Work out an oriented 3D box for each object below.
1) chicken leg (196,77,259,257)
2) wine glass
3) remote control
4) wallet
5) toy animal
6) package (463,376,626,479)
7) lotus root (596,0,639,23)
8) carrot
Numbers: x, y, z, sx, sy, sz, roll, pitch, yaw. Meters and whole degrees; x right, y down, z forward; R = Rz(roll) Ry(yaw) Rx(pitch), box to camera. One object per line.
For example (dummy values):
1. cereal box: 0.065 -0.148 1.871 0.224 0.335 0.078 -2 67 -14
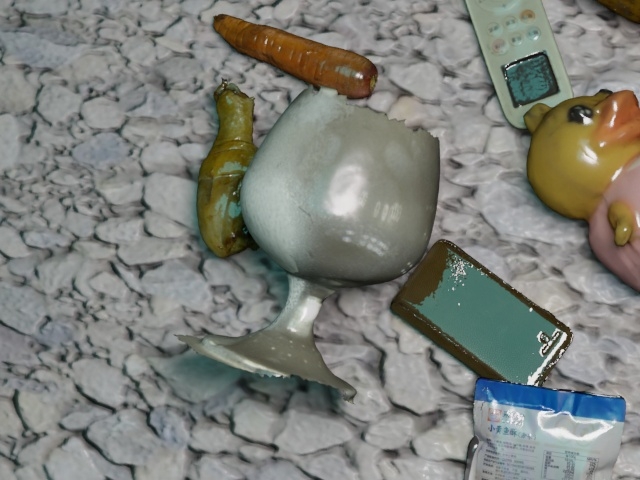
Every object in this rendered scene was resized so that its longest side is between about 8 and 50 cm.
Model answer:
1. chicken leg: -0.098 -0.090 1.552 0.103 0.088 0.228 -1 73 24
2. wine glass: 0.000 0.000 1.431 0.238 0.238 0.323 19 88 17
3. remote control: 0.224 -0.280 1.523 0.090 0.038 0.310 -18 76 11
4. wallet: 0.188 0.093 1.464 0.198 0.031 0.110 37 90 17
5. toy animal: 0.338 -0.059 1.394 0.281 0.195 0.169 50 134 14
6. package: 0.249 0.248 1.414 0.171 0.027 0.173 7 91 16
7. lotus root: 0.315 -0.414 1.455 0.196 0.179 0.397 -37 78 -18
8. carrot: -0.038 -0.234 1.575 0.247 0.059 0.059 24 86 20
